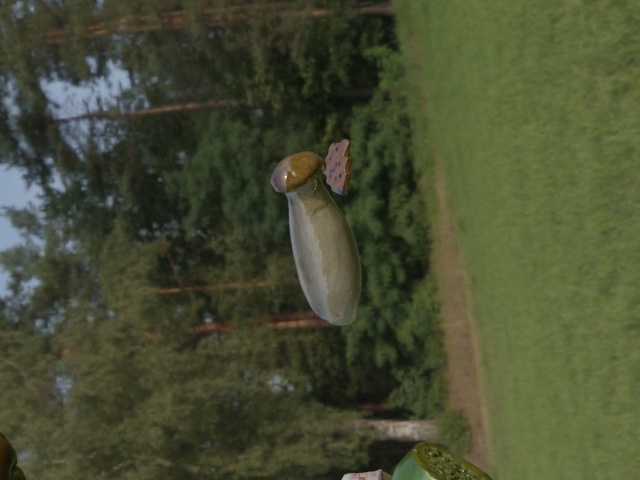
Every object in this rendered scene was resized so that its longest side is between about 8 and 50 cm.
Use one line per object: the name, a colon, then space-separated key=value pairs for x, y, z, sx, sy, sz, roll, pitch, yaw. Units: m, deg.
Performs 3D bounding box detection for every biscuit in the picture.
biscuit: x=0.038 y=-0.153 z=1.827 sx=0.119 sy=0.019 sz=0.130 roll=-51 pitch=44 yaw=48

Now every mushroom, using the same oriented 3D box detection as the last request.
mushroom: x=0.000 y=0.000 z=1.598 sx=0.128 sy=0.128 sz=0.350 roll=-81 pitch=-25 yaw=-62

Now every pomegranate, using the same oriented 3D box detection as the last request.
pomegranate: x=0.227 y=0.477 z=1.480 sx=0.159 sy=0.241 sz=0.190 roll=-66 pitch=-16 yaw=9

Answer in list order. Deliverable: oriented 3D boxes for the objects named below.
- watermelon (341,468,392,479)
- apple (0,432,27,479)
watermelon: x=0.119 y=0.705 z=1.992 sx=0.180 sy=0.224 sz=0.305 roll=88 pitch=-173 yaw=-56
apple: x=-0.809 y=0.551 z=1.858 sx=0.374 sy=0.374 sz=0.384 roll=74 pitch=-162 yaw=-53
